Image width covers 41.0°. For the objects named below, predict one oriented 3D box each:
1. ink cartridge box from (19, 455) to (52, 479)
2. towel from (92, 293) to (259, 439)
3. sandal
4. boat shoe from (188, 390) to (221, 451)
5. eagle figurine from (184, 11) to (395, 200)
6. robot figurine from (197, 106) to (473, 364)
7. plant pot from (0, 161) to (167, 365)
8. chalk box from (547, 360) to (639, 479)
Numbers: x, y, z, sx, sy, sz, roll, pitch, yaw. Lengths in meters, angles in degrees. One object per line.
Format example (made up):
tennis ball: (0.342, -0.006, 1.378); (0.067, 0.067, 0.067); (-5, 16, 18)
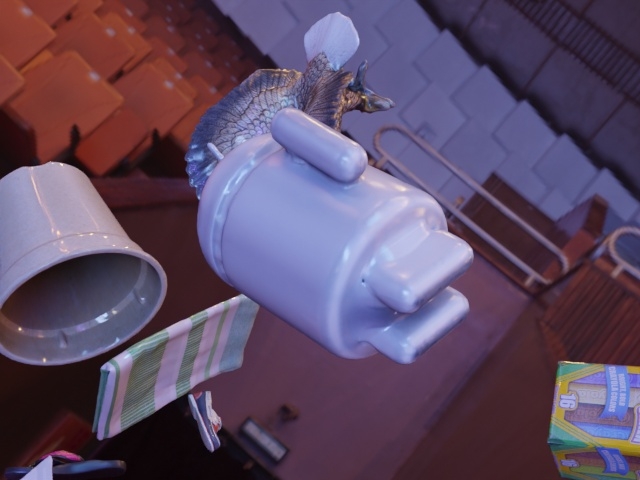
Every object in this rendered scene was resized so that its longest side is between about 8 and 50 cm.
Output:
ink cartridge box: (-0.338, 0.361, 0.863); (0.066, 0.232, 0.189); (52, 5, -36)
towel: (-0.258, 0.225, 1.558); (0.038, 0.325, 0.247); (47, -40, 25)
sandal: (-0.389, 0.344, 1.307); (0.067, 0.179, 0.040); (126, -41, -53)
boat shoe: (-0.199, 0.318, 1.522); (0.137, 0.043, 0.049); (-126, -147, -51)
eagle figurine: (-0.025, -0.168, 1.242); (0.225, 0.298, 0.226); (48, -44, 8)
robot figurine: (0.000, 0.000, 0.968); (0.353, 0.200, 0.299); (30, -45, 34)
plant pot: (-0.512, 0.022, 1.680); (0.305, 0.334, 0.333); (58, -6, 32)
chalk box: (0.437, 0.260, 1.183); (0.213, 0.132, 0.132); (1, -37, 27)
